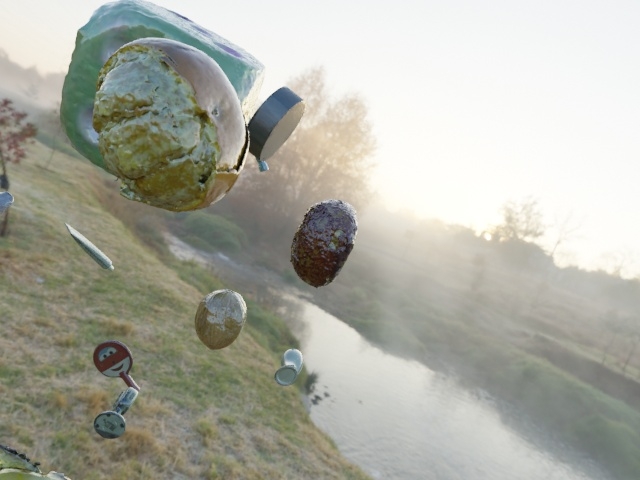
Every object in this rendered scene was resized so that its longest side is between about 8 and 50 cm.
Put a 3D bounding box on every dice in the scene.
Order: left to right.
[{"bbox_3d":[-0.320,-0.298,1.094,0.330,0.318,0.322,26,19,-7],"label":"dice"}]

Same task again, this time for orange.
[{"bbox_3d":[-0.141,-0.101,0.480,0.134,0.157,0.156,-16,-23,36],"label":"orange"}]

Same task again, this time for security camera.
[{"bbox_3d":[-0.363,0.304,0.932,0.058,0.058,0.092,22,16,-10],"label":"security camera"}]

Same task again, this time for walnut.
[{"bbox_3d":[-0.200,0.158,1.040,0.105,0.124,0.105,13,-2,1],"label":"walnut"}]

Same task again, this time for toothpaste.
[{"bbox_3d":[-0.591,0.023,1.335,0.048,0.029,0.197,44,-14,36],"label":"toothpaste"}]

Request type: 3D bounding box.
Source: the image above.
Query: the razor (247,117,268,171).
[{"bbox_3d":[-0.190,-0.304,1.429,0.106,0.232,0.068,-27,13,-37],"label":"razor"}]

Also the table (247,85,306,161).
[{"bbox_3d":[-0.082,-0.206,0.921,0.043,0.133,0.133,39,4,3],"label":"table"}]

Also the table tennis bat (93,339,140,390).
[{"bbox_3d":[-0.506,0.319,1.304,0.155,0.098,0.019,59,6,-11],"label":"table tennis bat"}]

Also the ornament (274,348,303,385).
[{"bbox_3d":[-0.093,0.394,1.617,0.081,0.075,0.156,63,8,-5],"label":"ornament"}]

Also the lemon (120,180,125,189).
[{"bbox_3d":[-0.272,-0.099,0.794,0.062,0.083,0.062,31,-28,18],"label":"lemon"}]

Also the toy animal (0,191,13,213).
[{"bbox_3d":[-0.704,-0.032,0.893,0.284,0.302,0.225,19,-24,2],"label":"toy animal"}]

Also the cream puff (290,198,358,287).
[{"bbox_3d":[0.000,0.000,0.819,0.084,0.149,0.149,25,2,-10],"label":"cream puff"}]

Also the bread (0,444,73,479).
[{"bbox_3d":[-0.590,0.453,0.873,0.262,0.163,0.204,34,24,-1],"label":"bread"}]
